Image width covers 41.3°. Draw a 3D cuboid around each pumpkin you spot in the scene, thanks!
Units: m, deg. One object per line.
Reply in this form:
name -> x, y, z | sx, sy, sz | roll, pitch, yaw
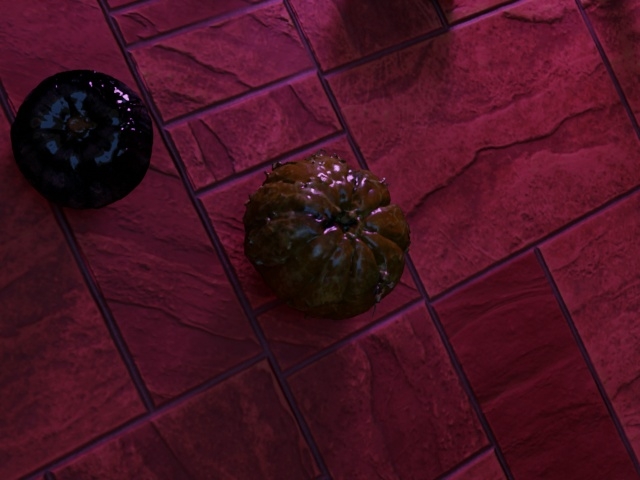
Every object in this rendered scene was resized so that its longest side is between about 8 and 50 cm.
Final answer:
pumpkin -> -0.387, -0.167, 1.396 | 0.233, 0.163, 0.233 | 2, 78, -10

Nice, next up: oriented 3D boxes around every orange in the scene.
orange -> 0.000, 0.000, 1.492 | 0.301, 0.223, 0.300 | 26, 57, -16
